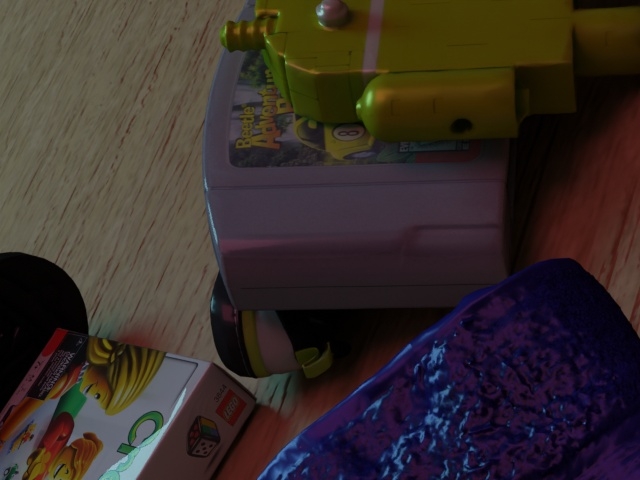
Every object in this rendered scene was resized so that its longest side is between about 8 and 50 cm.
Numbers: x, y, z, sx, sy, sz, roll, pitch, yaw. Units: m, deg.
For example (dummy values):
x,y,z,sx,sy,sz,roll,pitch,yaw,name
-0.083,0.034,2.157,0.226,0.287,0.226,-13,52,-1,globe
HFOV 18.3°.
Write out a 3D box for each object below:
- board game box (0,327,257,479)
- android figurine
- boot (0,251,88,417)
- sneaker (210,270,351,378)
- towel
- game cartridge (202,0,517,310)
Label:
x,y,z,sx,sy,sz,roll,pitch,yaw,name
-0.186,0.202,1.270,0.193,0.053,0.305,6,59,52,board game box
0.074,-0.149,1.244,0.273,0.056,0.248,1,46,10,android figurine
-0.339,0.140,1.444,0.348,0.131,0.260,-55,33,-13,boot
0.000,0.000,1.283,0.097,0.084,0.234,-3,49,17,sneaker
0.096,0.169,0.875,0.228,0.076,0.308,-44,49,11,towel
0.027,-0.078,1.258,0.196,0.060,0.294,-4,45,12,game cartridge
